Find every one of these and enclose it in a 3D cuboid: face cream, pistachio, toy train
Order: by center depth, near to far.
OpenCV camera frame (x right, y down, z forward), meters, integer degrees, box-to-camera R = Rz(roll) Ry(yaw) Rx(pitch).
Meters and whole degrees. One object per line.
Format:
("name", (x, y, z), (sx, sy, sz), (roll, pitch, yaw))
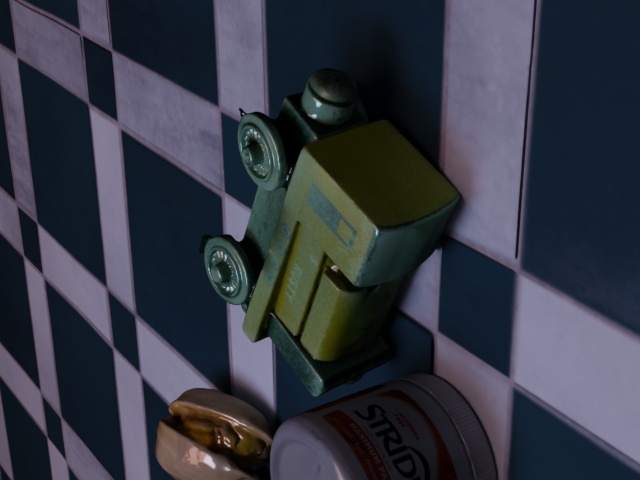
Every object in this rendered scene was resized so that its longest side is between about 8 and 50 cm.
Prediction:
("face cream", (0.067, 0.270, 1.319), (0.201, 0.187, 0.201), (33, 131, 49))
("toy train", (0.000, 0.000, 1.347), (0.253, 0.160, 0.397), (49, 143, 25))
("pistachio", (-0.162, 0.310, 1.779), (0.229, 0.157, 0.157), (5, 108, 50))

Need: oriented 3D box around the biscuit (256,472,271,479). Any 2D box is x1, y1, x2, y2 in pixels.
("biscuit", (-0.054, 0.547, 1.779), (0.381, 0.074, 0.359), (48, 143, 34))
